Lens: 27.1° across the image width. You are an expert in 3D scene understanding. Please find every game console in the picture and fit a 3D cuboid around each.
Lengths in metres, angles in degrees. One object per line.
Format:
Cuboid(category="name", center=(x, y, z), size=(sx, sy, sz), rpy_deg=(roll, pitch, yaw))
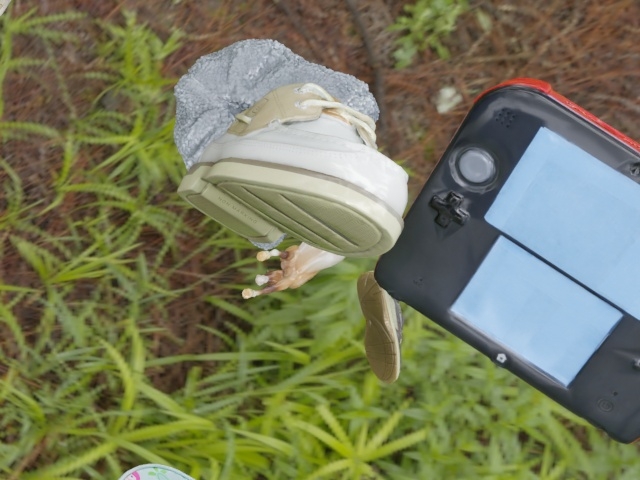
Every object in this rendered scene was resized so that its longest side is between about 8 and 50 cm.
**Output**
Cuboid(category="game console", center=(0.290, 0.027, 1.555), size=(0.386, 0.060, 0.342), rpy_deg=(34, 119, 6))

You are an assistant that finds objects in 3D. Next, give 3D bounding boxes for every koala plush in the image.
Cuboid(category="koala plush", center=(-0.037, -0.096, 1.419), size=(0.203, 0.221, 0.196), rpy_deg=(38, 90, 26))

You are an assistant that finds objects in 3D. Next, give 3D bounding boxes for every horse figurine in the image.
Cuboid(category="horse figurine", center=(0.000, 0.000, 1.749), size=(0.263, 0.174, 0.066), rpy_deg=(-40, 75, 20))

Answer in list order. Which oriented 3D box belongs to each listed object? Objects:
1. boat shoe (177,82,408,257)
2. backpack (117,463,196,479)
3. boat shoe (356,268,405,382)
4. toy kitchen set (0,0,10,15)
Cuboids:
Cuboid(category="boat shoe", center=(-0.017, -0.059, 0.928), size=(0.113, 0.302, 0.103), rpy_deg=(34, 80, -22))
Cuboid(category="backpack", center=(-0.143, 0.332, 1.204), size=(0.225, 0.191, 0.253), rpy_deg=(37, 33, -22))
Cuboid(category="boat shoe", center=(0.086, 0.108, 1.713), size=(0.049, 0.056, 0.152), rpy_deg=(-25, 114, -46))
Cuboid(category="toy kitchen set", center=(-0.248, -0.151, 0.852), size=(0.083, 0.068, 0.075), rpy_deg=(32, 90, 5))
